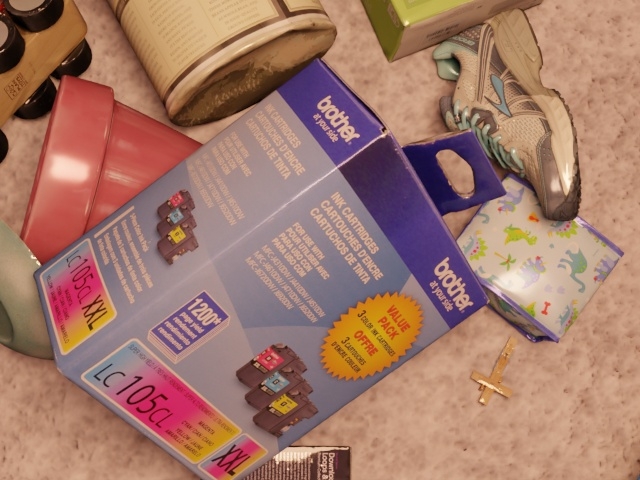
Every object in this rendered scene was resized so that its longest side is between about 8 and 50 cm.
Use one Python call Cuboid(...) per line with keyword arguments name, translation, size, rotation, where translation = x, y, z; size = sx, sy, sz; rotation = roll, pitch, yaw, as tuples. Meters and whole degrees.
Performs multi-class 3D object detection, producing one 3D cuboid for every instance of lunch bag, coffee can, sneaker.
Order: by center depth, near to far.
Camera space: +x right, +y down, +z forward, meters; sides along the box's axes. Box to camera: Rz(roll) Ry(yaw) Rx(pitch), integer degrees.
Cuboid(name="coffee can", translation=(-0.135, -0.289, 1.019), size=(0.201, 0.201, 0.275), rotation=(-28, 84, -8))
Cuboid(name="sneaker", translation=(0.199, -0.125, 1.048), size=(0.122, 0.110, 0.283), rotation=(-16, 52, 4))
Cuboid(name="lunch bag", translation=(0.225, 0.019, 1.053), size=(0.151, 0.096, 0.129), rotation=(38, 80, -3))

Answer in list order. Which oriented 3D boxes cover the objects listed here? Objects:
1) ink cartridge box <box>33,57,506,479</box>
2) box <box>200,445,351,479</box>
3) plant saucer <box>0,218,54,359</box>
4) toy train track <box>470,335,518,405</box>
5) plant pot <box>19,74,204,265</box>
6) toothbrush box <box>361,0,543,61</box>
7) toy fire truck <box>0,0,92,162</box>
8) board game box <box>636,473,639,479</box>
Cuboid(name="ink cartridge box", translation=(-0.022, 0.024, 0.900), size=(0.395, 0.270, 0.151), rotation=(-38, 44, 1))
Cuboid(name="box", translation=(-0.047, 0.277, 1.025), size=(0.162, 0.029, 0.116), rotation=(1, 82, -3))
Cuboid(name="plant saucer", translation=(-0.324, 0.050, 0.956), size=(0.195, 0.195, 0.037), rotation=(48, 54, 4))
Cuboid(name="toy train track", translation=(0.198, 0.146, 1.073), size=(0.048, 0.014, 0.083), rotation=(28, 74, 7))
Cuboid(name="plant pot", translation=(-0.201, -0.051, 0.992), size=(0.180, 0.201, 0.201), rotation=(15, 80, -19))
Cuboid(name="toothbrush box", translation=(0.122, -0.380, 1.095), size=(0.206, 0.122, 0.283), rotation=(-23, 84, -7))
Cuboid(name="toy fire truck", translation=(-0.410, -0.230, 1.032), size=(0.246, 0.158, 0.217), rotation=(32, 74, 21))
Cuboid(name="board game box", translation=(0.524, 0.218, 0.966), size=(0.302, 0.086, 0.308), rotation=(35, 80, 2))
